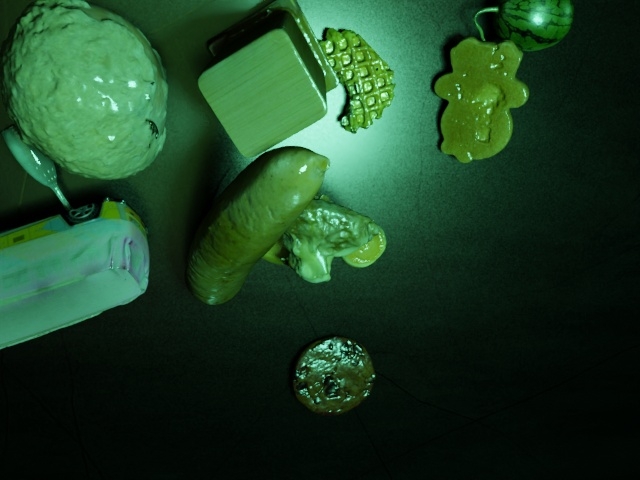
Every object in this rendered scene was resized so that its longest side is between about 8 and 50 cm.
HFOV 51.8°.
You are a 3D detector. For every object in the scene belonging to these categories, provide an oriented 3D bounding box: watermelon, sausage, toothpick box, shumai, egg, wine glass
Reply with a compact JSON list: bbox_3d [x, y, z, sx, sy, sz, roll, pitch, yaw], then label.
[{"bbox_3d":[0.382,-0.428,1.242,0.187,0.141,0.141,-1,108,-12],"label":"watermelon"},{"bbox_3d":[-0.137,-0.012,1.123,0.136,0.501,0.123,2,63,-26],"label":"sausage"},{"bbox_3d":[-0.084,-0.268,1.080,0.187,0.308,0.190,-26,111,10],"label":"toothpick box"},{"bbox_3d":[0.000,0.000,1.198,0.209,0.161,0.153,16,99,-49],"label":"shumai"},{"bbox_3d":[-0.378,-0.241,1.072,0.279,0.279,0.311,-11,127,-9],"label":"egg"},{"bbox_3d":[-0.495,-0.123,1.184,0.066,0.066,0.198,-29,111,-3],"label":"wine glass"}]

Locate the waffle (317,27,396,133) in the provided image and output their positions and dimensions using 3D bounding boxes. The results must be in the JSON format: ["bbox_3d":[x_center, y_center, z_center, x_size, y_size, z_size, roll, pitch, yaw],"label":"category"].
[{"bbox_3d":[0.055,-0.306,1.257,0.194,0.051,0.149,40,95,-20],"label":"waffle"}]

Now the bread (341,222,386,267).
[{"bbox_3d":[0.085,0.005,1.377,0.109,0.024,0.110,-4,108,-11],"label":"bread"}]

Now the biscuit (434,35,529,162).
[{"bbox_3d":[0.312,-0.269,1.292,0.184,0.035,0.249,11,117,23],"label":"biscuit"}]

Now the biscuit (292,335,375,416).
[{"bbox_3d":[0.031,0.299,1.448,0.191,0.049,0.192,-5,107,-15],"label":"biscuit"}]

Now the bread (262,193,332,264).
[{"bbox_3d":[-0.062,-0.030,1.300,0.134,0.085,0.173,15,103,-17],"label":"bread"}]

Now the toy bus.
[{"bbox_3d":[-0.487,0.071,1.165,0.386,0.162,0.171,-20,147,-7],"label":"toy bus"}]
